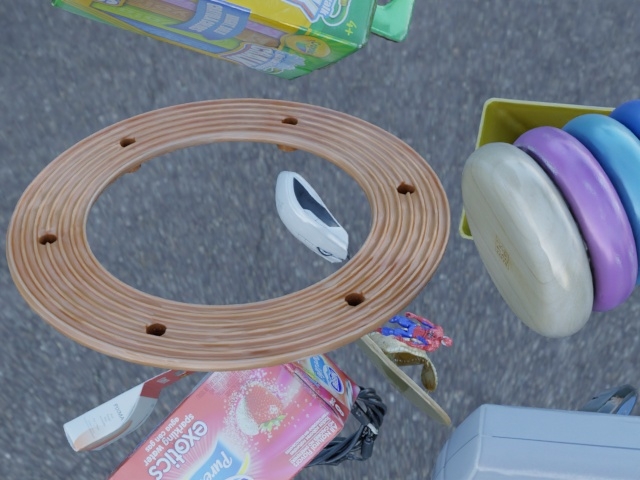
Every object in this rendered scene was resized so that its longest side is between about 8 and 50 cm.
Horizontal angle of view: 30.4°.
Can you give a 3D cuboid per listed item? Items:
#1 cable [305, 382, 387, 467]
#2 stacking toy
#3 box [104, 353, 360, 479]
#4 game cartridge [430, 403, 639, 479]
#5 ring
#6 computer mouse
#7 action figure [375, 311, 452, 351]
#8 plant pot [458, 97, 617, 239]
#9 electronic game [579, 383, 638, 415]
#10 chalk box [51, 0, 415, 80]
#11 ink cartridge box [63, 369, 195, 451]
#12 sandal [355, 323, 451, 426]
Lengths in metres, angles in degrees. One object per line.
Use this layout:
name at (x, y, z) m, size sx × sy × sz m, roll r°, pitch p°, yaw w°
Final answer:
cable at (-0.006, 0.241, 1.553) m, size 0.185 × 0.150 × 0.047 m, roll 11°, pitch 38°, yaw -14°
stacking toy at (0.271, -0.057, 0.809) m, size 0.330 × 0.141 × 0.141 m, roll -23°, pitch 65°, yaw -8°
box at (-0.095, 0.202, 1.118) m, size 0.122 × 0.128 × 0.257 m, roll 44°, pitch 102°, yaw 1°
game cartridge at (0.173, 0.201, 0.832) m, size 0.196 × 0.294 × 0.060 m, roll 7°, pitch 59°, yaw 9°
ring at (-0.069, -0.012, 0.907) m, size 0.337 × 0.032 × 0.336 m, roll 0°, pitch 38°, yaw 0°
computer mouse at (0.000, 0.000, 1.451) m, size 0.042 × 0.106 × 0.193 m, roll -39°, pitch 89°, yaw -25°
action figure at (0.103, 0.104, 1.372) m, size 0.115 × 0.030 × 0.038 m, roll 16°, pitch 69°, yaw 30°
plant pot at (0.357, -0.078, 1.750) m, size 0.212 × 0.187 × 0.212 m, roll 9°, pitch 86°, yaw 32°
electronic game at (0.276, 0.252, 1.294) m, size 0.048 × 0.229 × 0.229 m, roll 37°, pitch 72°, yaw 22°
chalk box at (-0.033, -0.179, 0.694) m, size 0.213 × 0.132 × 0.132 m, roll 14°, pitch 85°, yaw -19°
ink cartridge box at (-0.243, 0.227, 1.584) m, size 0.179 × 0.145 × 0.045 m, roll -25°, pitch 81°, yaw -2°
sandal at (0.090, 0.126, 1.475) m, size 0.240 × 0.088 × 0.079 m, roll 38°, pitch 76°, yaw 8°
